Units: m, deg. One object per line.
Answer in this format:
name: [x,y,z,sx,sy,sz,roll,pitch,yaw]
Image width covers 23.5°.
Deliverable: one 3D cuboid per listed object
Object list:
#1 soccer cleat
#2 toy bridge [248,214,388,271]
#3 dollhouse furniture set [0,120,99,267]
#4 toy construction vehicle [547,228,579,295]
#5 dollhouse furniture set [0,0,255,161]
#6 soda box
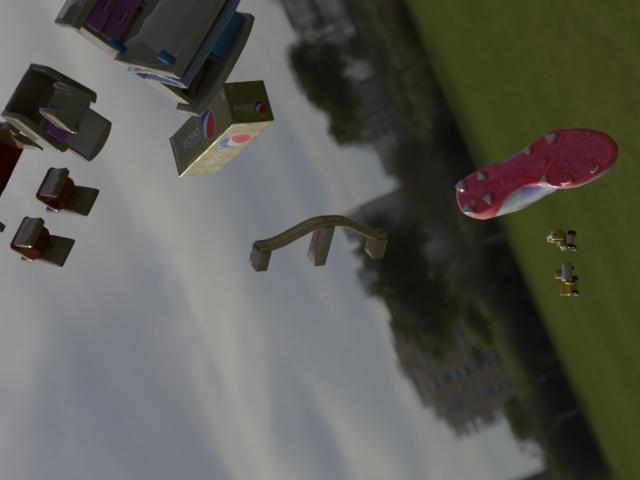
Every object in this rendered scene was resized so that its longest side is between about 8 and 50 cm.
soccer cleat: [0.299,-0.091,2.099,0.095,0.248,0.083,1,-110,-56]
toy bridge: [0.000,0.000,1.887,0.026,0.188,0.063,52,137,43]
dollhouse furniture set: [-0.457,-0.036,1.957,0.135,0.259,0.262,5,155,47]
toy construction vehicle: [0.322,0.029,2.053,0.098,0.035,0.086,23,-113,-73]
dollhouse furniture set: [-0.133,-0.186,1.630,0.198,0.286,0.303,34,170,-35]
soda box: [-0.130,-0.142,1.986,0.181,0.061,0.058,-37,65,55]
